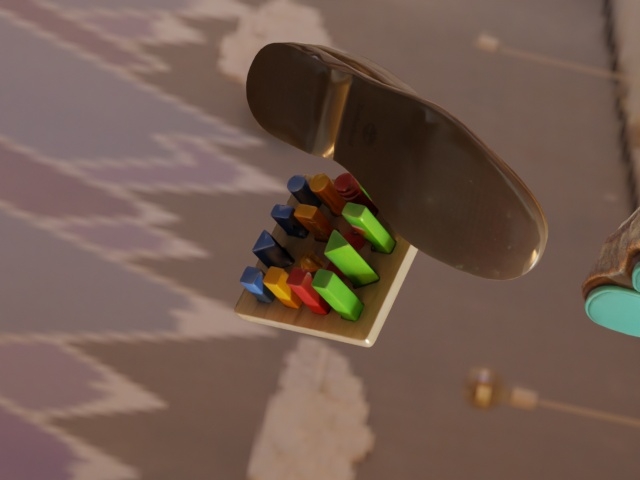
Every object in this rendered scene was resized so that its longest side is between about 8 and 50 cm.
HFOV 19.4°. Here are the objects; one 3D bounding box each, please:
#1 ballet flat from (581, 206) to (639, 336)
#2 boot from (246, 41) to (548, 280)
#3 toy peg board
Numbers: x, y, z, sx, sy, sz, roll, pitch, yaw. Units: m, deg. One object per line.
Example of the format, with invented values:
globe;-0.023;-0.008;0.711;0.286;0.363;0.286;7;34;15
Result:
ballet flat;0.278;0.008;1.467;0.316;0.107;0.106;108;3;-80
boot;0.083;-0.077;1.511;0.115;0.305;0.112;-10;130;-47
toy peg board;0.000;0.000;1.767;0.079;0.161;0.161;49;60;-47
